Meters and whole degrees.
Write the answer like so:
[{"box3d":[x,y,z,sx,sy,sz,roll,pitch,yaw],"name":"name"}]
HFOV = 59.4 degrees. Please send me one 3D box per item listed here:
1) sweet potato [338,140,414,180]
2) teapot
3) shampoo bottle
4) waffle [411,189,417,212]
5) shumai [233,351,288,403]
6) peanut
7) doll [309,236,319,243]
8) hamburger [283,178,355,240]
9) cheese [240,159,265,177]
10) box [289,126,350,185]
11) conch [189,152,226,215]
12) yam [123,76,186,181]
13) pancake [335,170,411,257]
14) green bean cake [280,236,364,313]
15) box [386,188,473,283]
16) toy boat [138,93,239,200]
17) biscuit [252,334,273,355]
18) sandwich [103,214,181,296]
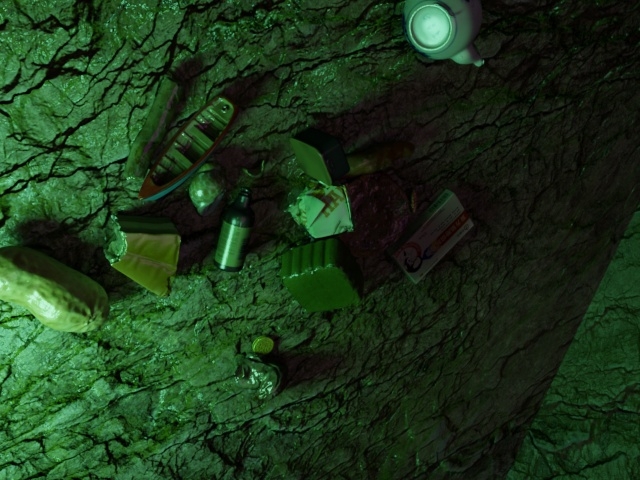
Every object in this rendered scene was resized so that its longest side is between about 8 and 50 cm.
[{"box3d":[0.187,-0.286,1.974,0.355,0.095,0.106,-23,164,-15],"name":"sweet potato"},{"box3d":[0.399,-0.728,1.809,0.424,0.252,0.280,54,46,-15],"name":"teapot"},{"box3d":[-0.271,-0.040,1.825,0.101,0.101,0.283,5,110,-32],"name":"shampoo bottle"},{"box3d":[0.362,-0.149,2.171,0.085,0.016,0.078,69,28,-43],"name":"waffle"},{"box3d":[-0.217,0.496,2.109,0.184,0.218,0.185,-33,87,18],"name":"shumai"},{"box3d":[-0.768,0.141,1.567,0.169,0.192,0.387,-46,128,7],"name":"peanut"},{"box3d":[0.000,0.000,2.026,0.096,0.070,0.195,-17,115,-5],"name":"doll"},{"box3d":[-0.004,-0.105,1.918,0.235,0.125,0.214,-15,86,-1],"name":"hamburger"},{"box3d":[-0.205,-0.230,1.798,0.084,0.060,0.041,-31,120,-20],"name":"cheese"},{"box3d":[0.000,-0.275,1.808,0.090,0.201,0.144,-35,125,-16],"name":"box"},{"box3d":[-0.349,-0.160,1.724,0.116,0.106,0.173,-27,145,-40],"name":"conch"},{"box3d":[-0.473,-0.315,1.593,0.317,0.071,0.067,-62,163,9],"name":"yam"},{"box3d":[0.185,-0.092,2.091,0.356,0.065,0.356,-15,120,-29],"name":"pancake"},{"box3d":[0.009,0.126,1.988,0.247,0.156,0.250,-17,135,22],"name":"green bean cake"},{"box3d":[0.450,-0.014,2.287,0.353,0.069,0.214,-44,127,-2],"name":"box"},{"box3d":[-0.385,-0.259,1.651,0.392,0.136,0.079,-49,159,-1],"name":"toy boat"},{"box3d":[-0.218,0.397,2.122,0.084,0.023,0.084,-14,121,-25],"name":"biscuit"},{"box3d":[-0.544,0.052,1.681,0.198,0.155,0.227,2,112,-29],"name":"sandwich"}]
